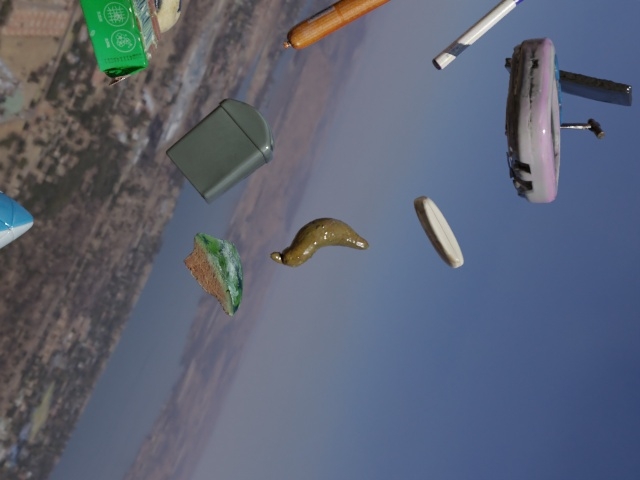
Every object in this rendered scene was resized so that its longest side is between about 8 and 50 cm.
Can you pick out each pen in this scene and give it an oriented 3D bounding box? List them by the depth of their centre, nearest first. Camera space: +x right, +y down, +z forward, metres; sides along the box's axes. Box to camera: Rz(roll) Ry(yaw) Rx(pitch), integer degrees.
[{"bbox_3d":[0.347,-0.457,1.709,0.269,0.033,0.033,-41,-176,4],"label":"pen"}]

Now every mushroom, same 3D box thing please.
[{"bbox_3d":[-0.406,-0.584,1.962,0.166,0.127,0.166,17,90,-79],"label":"mushroom"}]

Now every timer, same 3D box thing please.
[{"bbox_3d":[0.299,-0.165,1.129,0.208,0.069,0.190,62,34,-54],"label":"timer"}]

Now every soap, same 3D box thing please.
[{"bbox_3d":[-0.332,-0.416,1.300,0.217,0.098,0.273,-97,178,-58],"label":"soap"}]

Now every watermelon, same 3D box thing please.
[{"bbox_3d":[-0.180,0.060,1.487,0.080,0.155,0.101,-34,175,31],"label":"watermelon"}]

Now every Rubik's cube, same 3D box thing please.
[{"bbox_3d":[-0.740,-0.066,1.715,0.254,0.255,0.254,-157,-90,-88],"label":"Rubik's cube"}]

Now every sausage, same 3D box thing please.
[{"bbox_3d":[0.074,-0.499,1.717,0.348,0.053,0.053,-28,-176,2],"label":"sausage"}]

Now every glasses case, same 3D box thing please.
[{"bbox_3d":[0.294,-0.021,2.019,0.051,0.204,0.081,-32,-170,-10],"label":"glasses case"}]

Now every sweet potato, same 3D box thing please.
[{"bbox_3d":[-0.002,-0.002,2.379,0.098,0.310,0.124,39,-43,54],"label":"sweet potato"}]

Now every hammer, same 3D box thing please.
[{"bbox_3d":[0.546,-0.252,1.793,0.065,0.179,0.021,-110,-153,-45],"label":"hammer"}]

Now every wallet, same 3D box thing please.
[{"bbox_3d":[0.486,-0.307,1.588,0.124,0.244,0.025,9,99,-68],"label":"wallet"}]

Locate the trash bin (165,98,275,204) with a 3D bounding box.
[{"bbox_3d":[-0.226,-0.219,1.919,0.236,0.176,0.101,-40,173,-5],"label":"trash bin"}]
